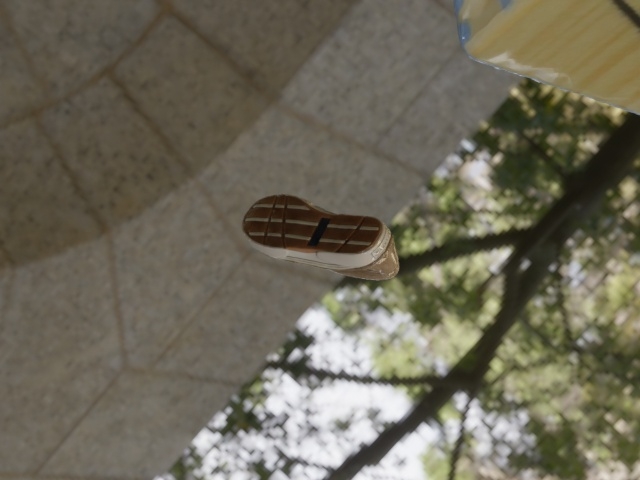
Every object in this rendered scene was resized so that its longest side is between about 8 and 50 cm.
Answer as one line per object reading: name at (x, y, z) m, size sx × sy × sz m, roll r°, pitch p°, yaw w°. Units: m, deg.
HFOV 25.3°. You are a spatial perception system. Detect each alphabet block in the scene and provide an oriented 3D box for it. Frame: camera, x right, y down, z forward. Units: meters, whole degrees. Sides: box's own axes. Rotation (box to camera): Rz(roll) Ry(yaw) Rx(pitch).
alphabet block at (0.216, -0.224, 0.965) m, size 0.193 × 0.197 × 0.192 m, roll 11°, pitch -122°, yaw -30°

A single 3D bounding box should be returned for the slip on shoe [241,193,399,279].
slip on shoe at (0.000, 0.000, 1.035) m, size 0.135 × 0.051 × 0.041 m, roll 8°, pitch 149°, yaw 39°
